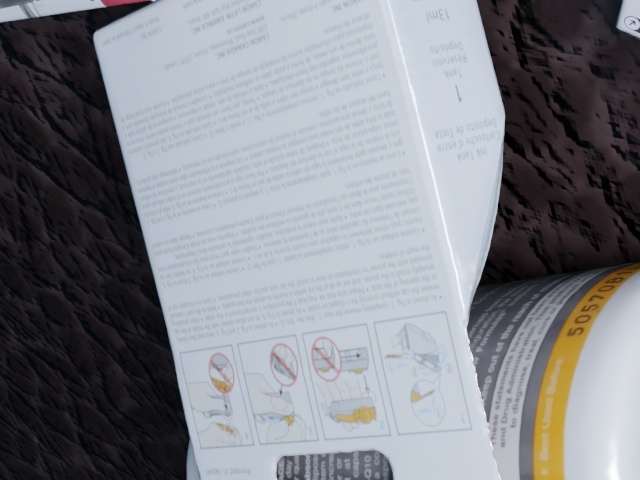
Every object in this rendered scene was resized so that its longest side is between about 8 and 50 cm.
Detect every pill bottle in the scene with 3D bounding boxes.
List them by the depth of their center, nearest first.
[{"bbox_3d":[0.072,0.099,0.671,0.278,0.162,0.162,-10,124,51],"label":"pill bottle"}]

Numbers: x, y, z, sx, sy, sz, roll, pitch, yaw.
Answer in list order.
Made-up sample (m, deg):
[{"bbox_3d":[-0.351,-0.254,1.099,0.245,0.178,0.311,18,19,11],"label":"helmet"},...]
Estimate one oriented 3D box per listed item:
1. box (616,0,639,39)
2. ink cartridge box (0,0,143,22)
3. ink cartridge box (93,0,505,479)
[{"bbox_3d":[0.197,-0.072,0.454,0.207,0.036,0.114,27,145,18],"label":"box"},{"bbox_3d":[-0.123,-0.148,0.654,0.135,0.056,0.099,0,132,44],"label":"ink cartridge box"},{"bbox_3d":[0.000,0.000,0.624,0.189,0.066,0.232,-13,95,50],"label":"ink cartridge box"}]
